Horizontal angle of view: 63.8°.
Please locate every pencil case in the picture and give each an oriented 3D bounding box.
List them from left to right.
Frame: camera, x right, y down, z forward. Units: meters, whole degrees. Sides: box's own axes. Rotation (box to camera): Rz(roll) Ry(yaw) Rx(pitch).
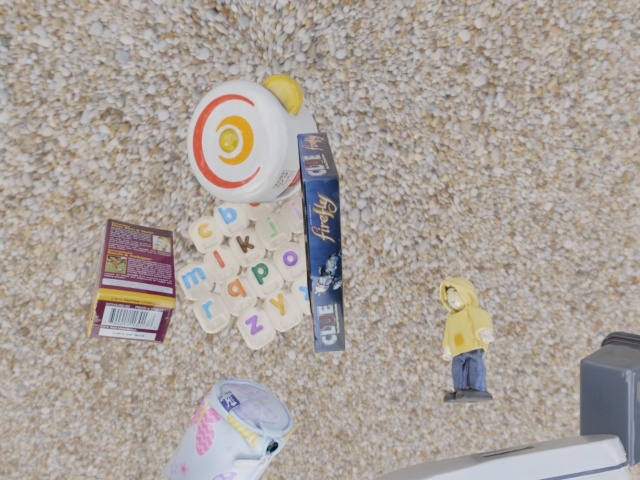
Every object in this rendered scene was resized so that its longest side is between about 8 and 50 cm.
[{"bbox_3d":[-0.141,0.313,0.665,0.113,0.124,0.273,18,106,-53],"label":"pencil case"}]

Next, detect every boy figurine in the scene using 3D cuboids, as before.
[{"bbox_3d":[0.326,0.214,1.150,0.092,0.177,0.286,8,69,-17],"label":"boy figurine"}]

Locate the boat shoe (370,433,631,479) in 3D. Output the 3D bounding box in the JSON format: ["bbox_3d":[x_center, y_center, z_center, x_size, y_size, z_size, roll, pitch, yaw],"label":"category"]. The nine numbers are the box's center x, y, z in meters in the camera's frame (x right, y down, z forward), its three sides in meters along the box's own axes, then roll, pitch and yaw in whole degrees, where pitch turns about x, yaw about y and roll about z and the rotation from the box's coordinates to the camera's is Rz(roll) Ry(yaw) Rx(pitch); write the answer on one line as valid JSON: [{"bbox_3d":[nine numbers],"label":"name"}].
[{"bbox_3d":[0.158,0.250,0.484,0.267,0.096,0.088,-10,72,-2],"label":"boat shoe"}]

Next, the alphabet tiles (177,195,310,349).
[{"bbox_3d":[-0.116,0.043,0.946,0.284,0.021,0.278,-32,71,-2],"label":"alphabet tiles"}]

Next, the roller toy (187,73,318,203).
[{"bbox_3d":[-0.110,-0.156,0.834,0.209,0.146,0.191,-4,93,27],"label":"roller toy"}]

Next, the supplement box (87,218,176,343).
[{"bbox_3d":[-0.279,0.057,0.769,0.104,0.188,0.081,12,119,-25],"label":"supplement box"}]

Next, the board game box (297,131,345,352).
[{"bbox_3d":[0.000,0.000,0.679,0.042,0.165,0.244,-5,119,-3],"label":"board game box"}]

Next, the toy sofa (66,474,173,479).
[{"bbox_3d":[-0.213,0.433,0.490,0.177,0.363,0.150,21,133,-26],"label":"toy sofa"}]

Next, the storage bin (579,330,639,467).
[{"bbox_3d":[0.338,0.180,0.563,0.091,0.098,0.135,-6,96,-36],"label":"storage bin"}]
